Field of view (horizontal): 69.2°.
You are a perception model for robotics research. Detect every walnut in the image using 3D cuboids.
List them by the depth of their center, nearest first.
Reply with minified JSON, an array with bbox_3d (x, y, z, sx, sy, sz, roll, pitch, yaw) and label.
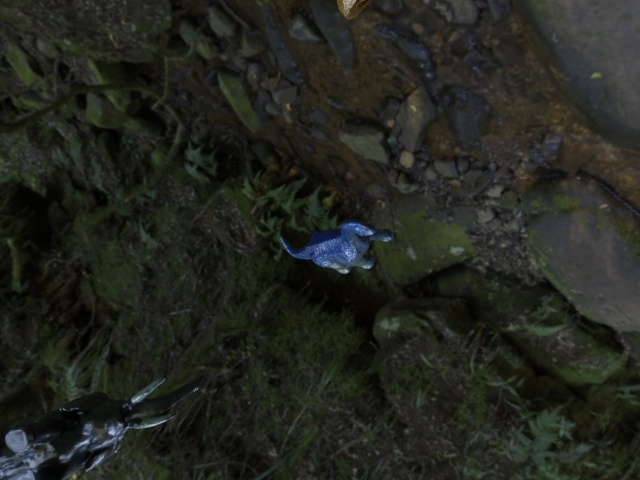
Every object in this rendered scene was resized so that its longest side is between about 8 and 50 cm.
[{"bbox_3d":[0.060,-0.376,0.662,0.052,0.121,0.091,43,169,-2],"label":"walnut"}]

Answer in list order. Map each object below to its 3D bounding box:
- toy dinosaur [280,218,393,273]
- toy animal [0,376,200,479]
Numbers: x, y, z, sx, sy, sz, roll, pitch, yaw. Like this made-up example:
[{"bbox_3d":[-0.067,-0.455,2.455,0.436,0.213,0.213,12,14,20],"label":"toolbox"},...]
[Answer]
[{"bbox_3d":[0.000,0.000,0.673,0.248,0.075,0.188,2,170,34],"label":"toy dinosaur"},{"bbox_3d":[-0.267,0.211,0.482,0.137,0.270,0.082,132,117,-87],"label":"toy animal"}]
